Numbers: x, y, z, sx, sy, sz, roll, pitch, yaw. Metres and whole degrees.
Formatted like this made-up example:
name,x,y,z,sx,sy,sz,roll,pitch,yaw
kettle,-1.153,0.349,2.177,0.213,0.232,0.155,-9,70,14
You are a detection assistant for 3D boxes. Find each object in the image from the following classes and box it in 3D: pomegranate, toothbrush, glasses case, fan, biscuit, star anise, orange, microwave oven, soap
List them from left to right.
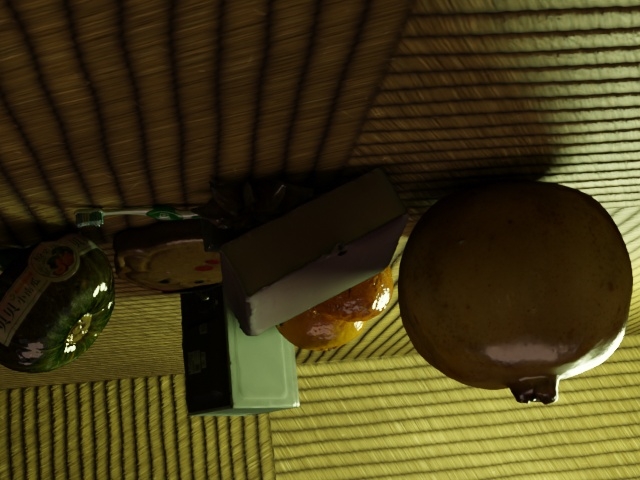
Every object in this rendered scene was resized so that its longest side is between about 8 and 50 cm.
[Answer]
name,x,y,z,sx,sy,sz,roll,pitch,yaw
toothbrush,-0.250,-0.047,1.647,0.304,0.030,0.030,-4,166,-17
fan,-0.263,0.100,2.069,0.132,0.009,0.220,-9,-168,-19
biscuit,-0.237,0.036,1.908,0.359,0.074,0.381,4,160,-27
microwave oven,-0.191,0.242,2.258,0.181,0.295,0.237,-18,162,42
star anise,-0.113,-0.052,1.593,0.182,0.065,0.195,-1,167,-19
glasses case,-0.117,-0.011,1.738,0.191,0.072,0.042,4,157,-34
soap,-0.014,0.032,1.639,0.296,0.107,0.285,-26,163,-14
orange,0.000,0.146,2.196,0.219,0.193,0.219,-23,170,-4
orange,0.056,0.082,2.007,0.193,0.161,0.193,5,173,1
pomegranate,0.329,0.088,1.696,0.417,0.416,0.416,-6,166,-1

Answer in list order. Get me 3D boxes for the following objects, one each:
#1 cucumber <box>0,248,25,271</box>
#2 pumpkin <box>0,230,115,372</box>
name,x,y,z,sx,sy,sz,roll,pitch,yaw
cucumber,-0.516,0.051,1.859,0.056,0.056,0.250,-16,160,35
pumpkin,-0.481,0.104,1.743,0.189,0.260,0.260,34,175,15
